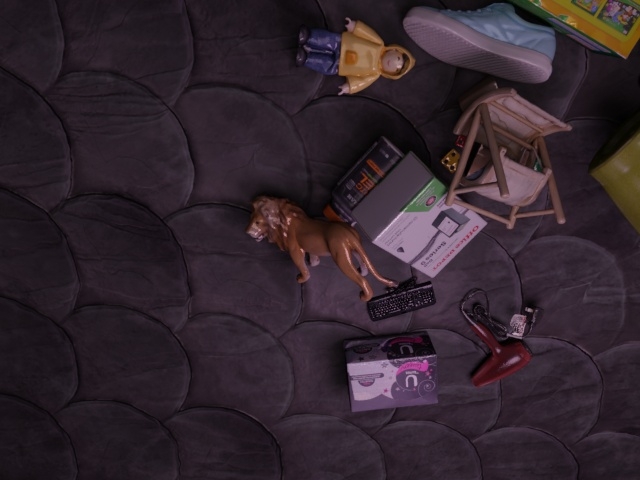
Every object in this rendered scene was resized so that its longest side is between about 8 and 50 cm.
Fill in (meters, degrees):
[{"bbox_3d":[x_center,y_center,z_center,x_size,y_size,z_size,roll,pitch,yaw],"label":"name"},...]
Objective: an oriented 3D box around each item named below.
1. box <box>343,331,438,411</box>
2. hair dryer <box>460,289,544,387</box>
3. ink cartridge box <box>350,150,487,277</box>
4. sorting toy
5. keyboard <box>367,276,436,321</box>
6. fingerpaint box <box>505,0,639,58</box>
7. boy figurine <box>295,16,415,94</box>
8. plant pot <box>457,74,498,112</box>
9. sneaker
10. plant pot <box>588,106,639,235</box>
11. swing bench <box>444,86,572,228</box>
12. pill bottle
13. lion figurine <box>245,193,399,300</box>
[{"bbox_3d":[0.196,0.366,1.678,0.247,0.142,0.163,-6,110,-1],"label":"box"},{"bbox_3d":[0.497,0.291,1.715,0.223,0.080,0.294,12,103,10],"label":"hair dryer"},{"bbox_3d":[0.250,-0.055,1.474,0.211,0.121,0.289,-47,137,14],"label":"ink cartridge box"},{"bbox_3d":[0.442,-0.195,1.541,0.274,0.046,0.132,18,108,-9],"label":"sorting toy"},{"bbox_3d":[0.224,0.167,1.665,0.192,0.038,0.100,-18,109,3],"label":"keyboard"},{"bbox_3d":[0.568,-0.675,1.305,0.444,0.163,0.371,22,109,-14],"label":"fingerpaint box"},{"bbox_3d":[0.083,-0.431,1.422,0.285,0.092,0.177,11,106,-3],"label":"boy figurine"},{"bbox_3d":[0.397,-0.330,1.466,0.096,0.109,0.109,-22,109,17],"label":"plant pot"},{"bbox_3d":[0.379,-0.495,1.411,0.366,0.135,0.150,20,78,-4],"label":"sneaker"},{"bbox_3d":[0.827,-0.139,1.350,0.353,0.366,0.366,41,104,5],"label":"plant pot"},{"bbox_3d":[0.436,-0.181,1.373,0.253,0.165,0.255,16,76,-37],"label":"swing bench"},{"bbox_3d":[0.117,-0.133,1.506,0.130,0.130,0.246,40,104,-14],"label":"pill bottle"},{"bbox_3d":[0.000,0.000,1.478,0.392,0.142,0.240,6,128,35],"label":"lion figurine"}]
